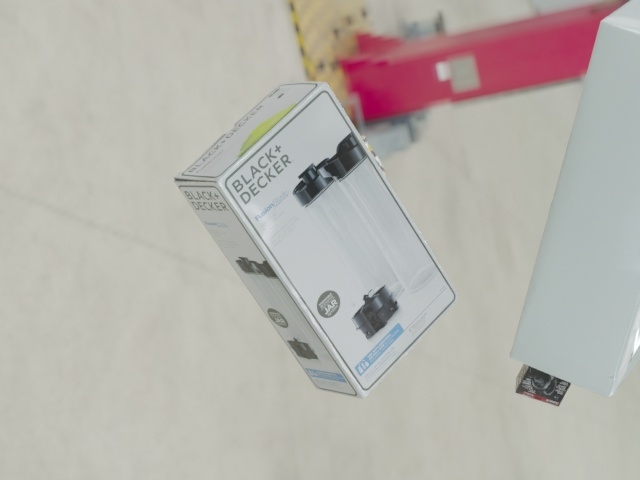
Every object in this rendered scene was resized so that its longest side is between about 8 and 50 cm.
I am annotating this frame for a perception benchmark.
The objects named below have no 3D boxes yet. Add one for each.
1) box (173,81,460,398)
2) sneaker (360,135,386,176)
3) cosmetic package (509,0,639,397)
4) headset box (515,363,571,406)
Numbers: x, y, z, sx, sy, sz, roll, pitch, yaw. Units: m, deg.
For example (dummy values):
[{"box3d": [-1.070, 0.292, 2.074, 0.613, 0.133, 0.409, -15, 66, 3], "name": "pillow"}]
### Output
[{"box3d": [0.000, 0.000, 1.750, 0.169, 0.087, 0.290, -43, 114, -24], "name": "box"}, {"box3d": [0.015, -0.056, 2.021, 0.185, 0.069, 0.084, -34, 92, -40], "name": "sneaker"}, {"box3d": [0.291, -0.077, 1.393, 0.377, 0.097, 0.284, -35, 140, -57], "name": "cosmetic package"}, {"box3d": [0.292, 0.174, 2.204, 0.032, 0.062, 0.083, -78, -173, -53], "name": "headset box"}]
